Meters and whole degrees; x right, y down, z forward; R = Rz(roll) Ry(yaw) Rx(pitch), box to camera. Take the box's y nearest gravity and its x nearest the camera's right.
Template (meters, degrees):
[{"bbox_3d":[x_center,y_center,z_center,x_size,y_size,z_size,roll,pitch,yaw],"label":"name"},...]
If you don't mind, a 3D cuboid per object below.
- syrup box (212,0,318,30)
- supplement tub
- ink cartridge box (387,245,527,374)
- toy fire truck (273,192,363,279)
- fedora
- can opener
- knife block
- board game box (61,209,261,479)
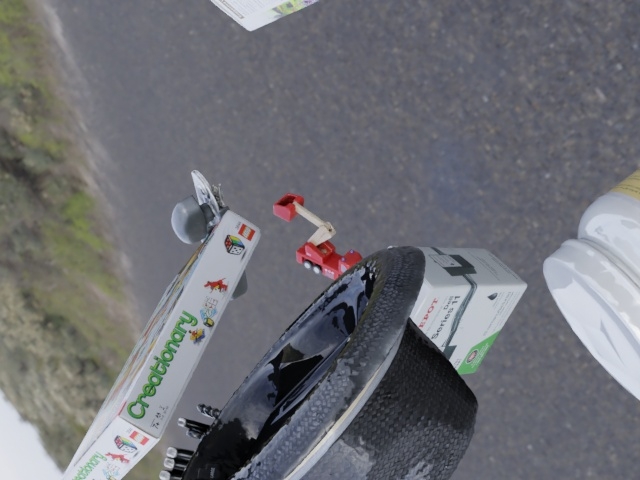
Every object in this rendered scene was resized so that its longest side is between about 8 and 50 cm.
[{"bbox_3d":[-0.023,-0.296,1.026,0.096,0.093,0.237,37,155,-27],"label":"syrup box"},{"bbox_3d":[0.435,0.004,1.130,0.241,0.331,0.241,53,175,7],"label":"supplement tub"},{"bbox_3d":[0.140,0.091,1.301,0.087,0.208,0.153,44,118,35],"label":"ink cartridge box"},{"bbox_3d":[0.000,0.000,1.996,0.192,0.047,0.135,25,138,28],"label":"toy fire truck"},{"bbox_3d":[0.020,0.164,0.884,0.152,0.334,0.334,39,165,-9],"label":"fedora"},{"bbox_3d":[-0.167,-0.001,1.574,0.074,0.093,0.280,53,166,30],"label":"can opener"},{"bbox_3d":[-0.129,0.363,1.610,0.088,0.242,0.276,12,126,36],"label":"knife block"},{"bbox_3d":[-0.176,0.127,1.175,0.053,0.305,0.193,33,137,-10],"label":"board game box"}]
